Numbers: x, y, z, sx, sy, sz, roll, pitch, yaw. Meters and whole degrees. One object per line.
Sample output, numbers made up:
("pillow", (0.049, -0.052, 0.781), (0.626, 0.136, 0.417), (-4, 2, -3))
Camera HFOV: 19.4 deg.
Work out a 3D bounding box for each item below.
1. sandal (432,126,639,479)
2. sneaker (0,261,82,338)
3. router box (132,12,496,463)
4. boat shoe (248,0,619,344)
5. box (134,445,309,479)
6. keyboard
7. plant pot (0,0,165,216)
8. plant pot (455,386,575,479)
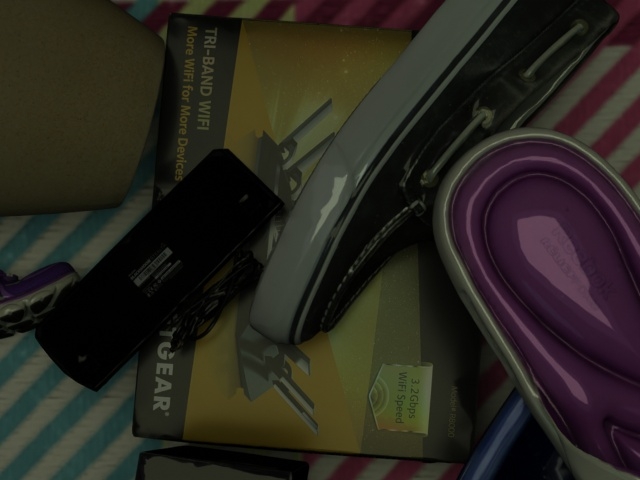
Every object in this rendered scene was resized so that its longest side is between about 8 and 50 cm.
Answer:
("sandal", (0.218, 0.107, 1.111), (0.169, 0.102, 0.416), (-45, 85, -3))
("sneaker", (-0.260, 0.038, 1.367), (0.170, 0.068, 0.071), (-13, 78, 1))
("router box", (0.000, 0.000, 1.352), (0.243, 0.081, 0.308), (4, 85, 2))
("boat shoe", (0.082, -0.057, 1.252), (0.119, 0.121, 0.335), (35, 84, 8))
("box", (-0.073, 0.234, 1.242), (0.103, 0.261, 0.184), (7, 84, 3))
("keyboard", (-0.103, 0.032, 1.303), (0.192, 0.038, 0.100), (-45, 61, -1))
("plant pot", (-0.257, -0.117, 1.308), (0.274, 0.256, 0.256), (15, 85, -12))
("plant pot", (0.240, 0.142, 1.265), (0.236, 0.212, 0.236), (34, 87, 5))
